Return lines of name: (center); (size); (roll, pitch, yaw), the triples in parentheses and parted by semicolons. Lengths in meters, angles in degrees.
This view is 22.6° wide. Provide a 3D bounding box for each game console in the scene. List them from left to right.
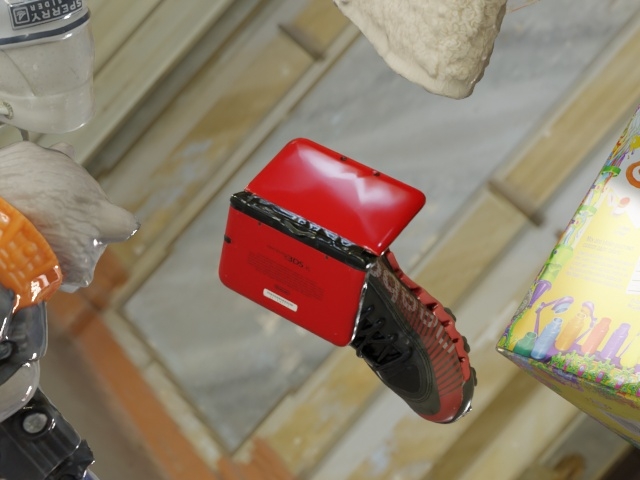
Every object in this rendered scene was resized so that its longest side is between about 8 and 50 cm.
game console: (0.000, 0.000, 1.335); (0.144, 0.124, 0.085); (26, 28, 30)

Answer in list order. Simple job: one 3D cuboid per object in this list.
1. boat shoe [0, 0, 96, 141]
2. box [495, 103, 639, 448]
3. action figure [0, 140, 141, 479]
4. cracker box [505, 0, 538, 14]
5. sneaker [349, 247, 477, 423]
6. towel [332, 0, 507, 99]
boat shoe: (-0.271, -0.131, 1.217); (0.367, 0.135, 0.157); (14, -59, 49)
box: (0.321, 0.026, 1.114); (0.177, 0.279, 0.290); (34, -7, -24)
action figure: (-0.202, 0.096, 0.733); (0.341, 0.330, 0.178); (47, -11, -34)
cracker box: (0.137, -0.223, 1.267); (0.232, 0.155, 0.067); (16, 53, -88)
sneaker: (0.040, 0.062, 1.495); (0.135, 0.097, 0.276); (-28, 85, -51)
towel: (0.034, -0.214, 0.795); (0.049, 0.187, 0.282); (1, 31, -23)
